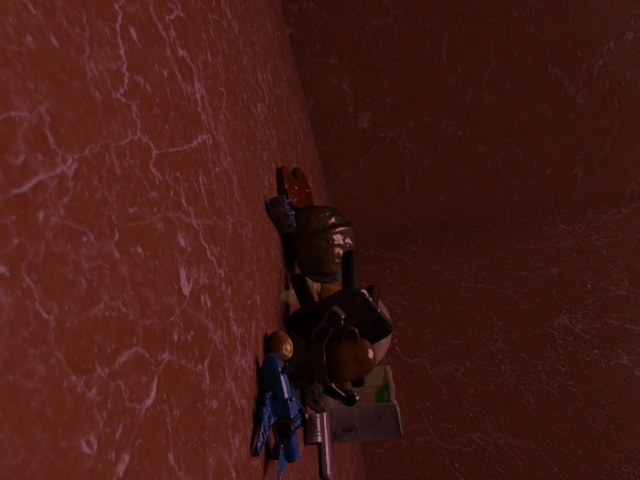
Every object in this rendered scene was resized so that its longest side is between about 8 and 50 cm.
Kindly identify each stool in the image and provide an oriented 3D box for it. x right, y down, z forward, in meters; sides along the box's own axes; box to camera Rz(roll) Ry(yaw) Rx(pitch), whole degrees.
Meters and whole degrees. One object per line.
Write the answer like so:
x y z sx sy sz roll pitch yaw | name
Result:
0.061 0.240 1.491 0.310 0.310 0.226 54 17 -36 | stool

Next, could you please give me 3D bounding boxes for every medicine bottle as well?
-0.024 0.644 1.413 0.058 0.058 0.091 71 11 -53 | medicine bottle

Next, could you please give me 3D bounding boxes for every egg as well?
-0.111 0.285 1.130 0.071 0.071 0.083 70 9 -57 | egg
-0.005 0.526 1.467 0.131 0.131 0.164 -61 128 -79 | egg

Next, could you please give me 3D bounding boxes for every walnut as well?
0.000 0.002 1.639 0.276 0.253 0.282 -9 100 -59 | walnut

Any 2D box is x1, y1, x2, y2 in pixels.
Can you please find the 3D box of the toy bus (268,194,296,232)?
-0.131 -0.090 1.459 0.190 0.075 0.064 69 15 -65 | toy bus

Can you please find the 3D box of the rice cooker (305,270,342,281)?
0.023 0.097 1.925 0.244 0.225 0.226 65 17 -77 | rice cooker

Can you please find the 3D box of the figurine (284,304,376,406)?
0.038 0.386 1.340 0.167 0.284 0.343 -87 164 -54 | figurine

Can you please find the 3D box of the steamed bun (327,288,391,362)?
0.153 0.409 1.866 0.241 0.374 0.375 37 40 -50 | steamed bun

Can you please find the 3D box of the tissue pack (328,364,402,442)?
0.205 0.772 1.996 0.405 0.331 0.206 -39 121 -83 | tissue pack

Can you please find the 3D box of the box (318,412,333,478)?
0.020 0.791 1.653 0.142 0.044 0.285 75 8 -55 | box

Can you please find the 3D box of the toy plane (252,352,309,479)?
-0.094 0.411 1.006 0.254 0.105 0.272 8 76 -68 | toy plane

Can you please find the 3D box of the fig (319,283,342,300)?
0.046 0.283 2.277 0.257 0.159 0.159 60 13 -16 | fig

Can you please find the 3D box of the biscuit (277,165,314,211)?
-0.113 -0.222 1.759 0.277 0.052 0.262 30 41 -61 | biscuit
